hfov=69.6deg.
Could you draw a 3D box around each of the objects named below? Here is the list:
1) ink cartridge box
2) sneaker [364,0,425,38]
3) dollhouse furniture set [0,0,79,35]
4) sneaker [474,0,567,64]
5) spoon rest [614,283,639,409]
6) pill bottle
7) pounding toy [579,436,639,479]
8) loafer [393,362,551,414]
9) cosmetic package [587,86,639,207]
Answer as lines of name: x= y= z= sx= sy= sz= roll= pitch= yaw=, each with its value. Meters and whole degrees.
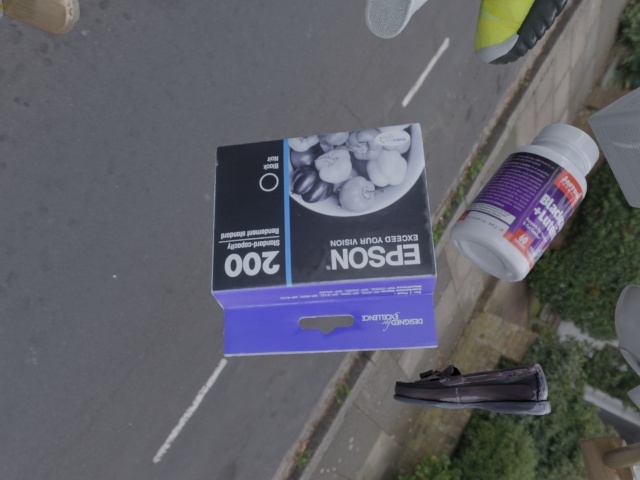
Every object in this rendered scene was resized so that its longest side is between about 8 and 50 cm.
ink cartridge box: x=0.000 y=0.000 z=0.436 sx=0.045 sy=0.206 sz=0.208 roll=59 pitch=27 yaw=-74
sneaker: x=0.165 y=-0.494 z=0.737 sx=0.169 sy=0.108 sz=0.292 roll=-57 pitch=175 yaw=-44
dollhouse furniture set: x=-0.169 y=-0.159 z=0.178 sx=0.212 sy=0.161 sz=0.242 roll=-70 pitch=-177 yaw=-50
sneaker: x=0.197 y=-0.343 z=0.406 sx=0.385 sy=0.147 sz=0.145 roll=94 pitch=15 yaw=-54
spoon rest: x=0.344 y=0.120 z=0.436 sx=0.084 sy=0.137 sz=0.276 roll=-39 pitch=141 yaw=8
pill bottle: x=0.266 y=-0.052 z=0.592 sx=0.193 sy=0.108 sz=0.108 roll=-51 pitch=145 yaw=-8
pounding toy: x=0.273 y=0.172 z=0.288 sx=0.181 sy=0.206 sz=0.094 roll=10 pitch=64 yaw=-26
loafer: x=0.295 y=0.290 z=0.929 sx=0.109 sy=0.302 sz=0.095 roll=24 pitch=64 yaw=-57
cosmetic package: x=0.474 y=-0.131 z=0.567 sx=0.151 sy=0.151 sz=0.184 roll=-30 pitch=-171 yaw=9
